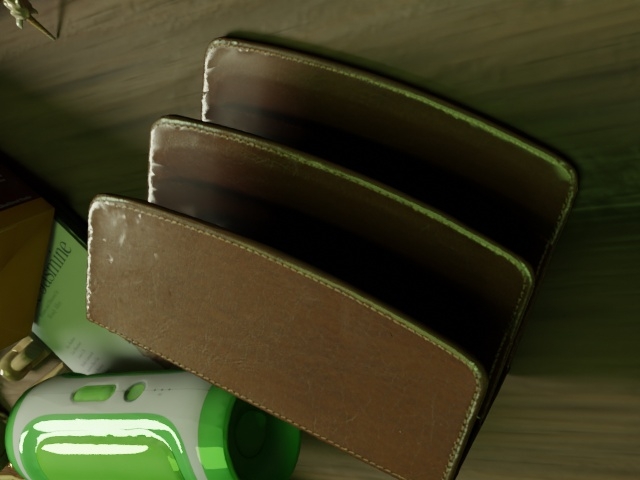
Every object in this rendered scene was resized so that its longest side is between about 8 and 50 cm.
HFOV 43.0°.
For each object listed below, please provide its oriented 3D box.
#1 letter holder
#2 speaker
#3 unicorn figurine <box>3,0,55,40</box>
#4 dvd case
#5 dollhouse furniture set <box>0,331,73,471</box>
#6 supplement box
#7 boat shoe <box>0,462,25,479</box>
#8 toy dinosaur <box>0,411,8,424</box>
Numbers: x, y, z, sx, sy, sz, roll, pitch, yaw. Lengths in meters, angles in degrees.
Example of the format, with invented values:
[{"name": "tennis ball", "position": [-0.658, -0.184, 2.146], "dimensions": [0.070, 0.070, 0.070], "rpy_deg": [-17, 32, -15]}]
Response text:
[{"name": "letter holder", "position": [0.000, 0.000, 0.580], "dimensions": [0.302, 0.152, 0.214], "rpy_deg": [23, 125, 18]}, {"name": "speaker", "position": [-0.167, 0.185, 0.778], "dimensions": [0.297, 0.131, 0.131], "rpy_deg": [-9, 112, 34]}, {"name": "unicorn figurine", "position": [-0.269, -0.249, 0.651], "dimensions": [0.111, 0.060, 0.161], "rpy_deg": [34, 132, 15]}, {"name": "dvd case", "position": [-0.224, 0.094, 0.854], "dimensions": [0.253, 0.022, 0.180], "rpy_deg": [44, 131, 1]}, {"name": "dollhouse furniture set", "position": [-0.366, 0.192, 0.903], "dimensions": [0.144, 0.151, 0.123], "rpy_deg": [46, 132, -11]}, {"name": "supplement box", "position": [-0.393, 0.001, 0.812], "dimensions": [0.194, 0.129, 0.191], "rpy_deg": [38, 129, 17]}, {"name": "boat shoe", "position": [-0.370, 0.265, 1.017], "dimensions": [0.178, 0.064, 0.060], "rpy_deg": [-21, 106, 41]}, {"name": "toy dinosaur", "position": [-0.463, 0.132, 0.999], "dimensions": [0.118, 0.064, 0.268], "rpy_deg": [-16, 105, 44]}]
